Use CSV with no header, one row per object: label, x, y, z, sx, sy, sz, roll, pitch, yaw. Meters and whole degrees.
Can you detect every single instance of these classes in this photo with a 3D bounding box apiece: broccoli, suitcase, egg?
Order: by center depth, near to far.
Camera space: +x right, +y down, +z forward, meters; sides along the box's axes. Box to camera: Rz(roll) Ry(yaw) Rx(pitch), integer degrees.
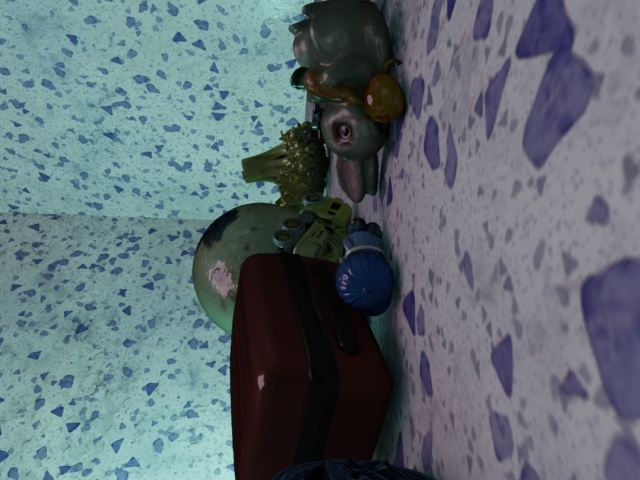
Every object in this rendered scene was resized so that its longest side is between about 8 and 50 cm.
suitcase,-0.032,0.168,0.656,0.297,0.161,0.236,-111,30,-61
egg,-0.145,0.083,1.237,0.428,0.345,0.345,-120,32,-66
broccoli,-0.100,-0.204,1.395,0.247,0.243,0.263,-105,10,-52

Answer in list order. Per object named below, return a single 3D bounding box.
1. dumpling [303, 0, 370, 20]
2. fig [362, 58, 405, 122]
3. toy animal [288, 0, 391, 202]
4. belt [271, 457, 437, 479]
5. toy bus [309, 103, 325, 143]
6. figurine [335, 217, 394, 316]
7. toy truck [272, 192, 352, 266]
dumpling,0.044,-0.311,0.762,0.105,0.149,0.216,-50,9,-7
fig,0.075,-0.174,0.566,0.050,0.050,0.083,107,177,-71
toy animal,0.044,-0.174,0.635,0.125,0.127,0.251,-41,-64,-69
belt,0.029,0.221,0.378,0.190,0.141,0.082,122,148,-78
toy bus,0.027,-0.273,0.917,0.089,0.087,0.194,-38,-51,-84
figurine,0.058,0.024,0.601,0.079,0.077,0.136,121,163,-49
toy truck,0.000,0.000,0.834,0.191,0.116,0.085,-56,-24,-51
